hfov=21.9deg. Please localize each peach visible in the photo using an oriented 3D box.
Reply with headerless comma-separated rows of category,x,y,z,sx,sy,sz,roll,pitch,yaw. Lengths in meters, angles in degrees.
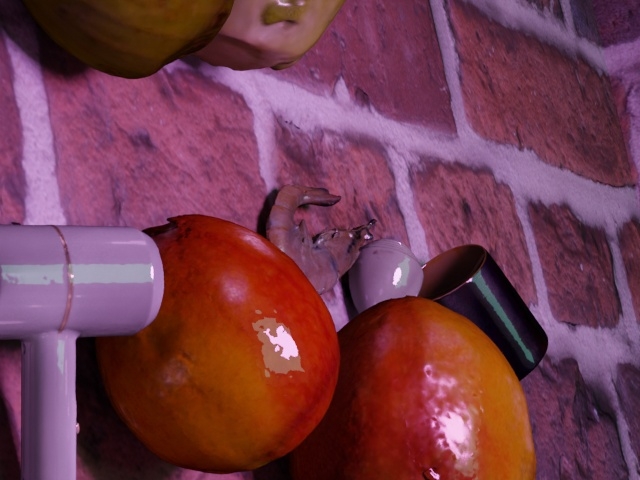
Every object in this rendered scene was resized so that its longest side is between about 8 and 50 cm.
peach,-0.115,0.105,1.707,0.281,0.238,0.281,15,61,-29
peach,0.109,0.242,2.001,0.372,0.289,0.373,49,32,-45

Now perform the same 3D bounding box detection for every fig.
fig,-0.224,-0.297,1.748,0.271,0.239,0.239,15,58,-26

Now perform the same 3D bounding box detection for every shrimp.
shrimp,-0.010,-0.014,2.182,0.145,0.059,0.254,57,34,-9

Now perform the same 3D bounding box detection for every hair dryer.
hair dryer,-0.245,0.164,1.550,0.173,0.107,0.357,1,90,-28

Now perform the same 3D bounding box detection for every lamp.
lamp,0.080,0.084,2.261,0.106,0.106,0.193,48,46,-42

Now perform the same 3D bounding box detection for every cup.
cup,0.218,0.135,2.425,0.177,0.166,0.239,58,29,-22

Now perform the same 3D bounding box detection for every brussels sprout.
brussels sprout,-0.081,-0.402,2.018,0.275,0.315,0.371,16,65,-34
